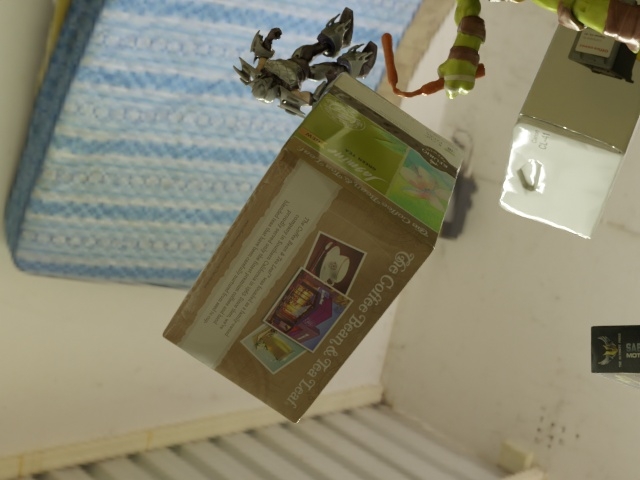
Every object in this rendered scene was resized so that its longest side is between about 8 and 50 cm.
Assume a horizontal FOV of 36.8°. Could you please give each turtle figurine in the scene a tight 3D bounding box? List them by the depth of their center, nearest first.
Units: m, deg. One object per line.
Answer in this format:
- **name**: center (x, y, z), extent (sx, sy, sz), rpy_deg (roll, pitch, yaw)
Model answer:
- **turtle figurine**: center (0.166, -0.237, 0.785), extent (0.217, 0.270, 0.087), rpy_deg (11, 165, 17)

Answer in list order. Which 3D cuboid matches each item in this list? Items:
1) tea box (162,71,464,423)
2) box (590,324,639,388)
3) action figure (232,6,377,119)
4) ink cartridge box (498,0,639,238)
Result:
- **tea box**: center (0.000, 0.000, 1.290), extent (0.220, 0.329, 0.323), rpy_deg (33, -151, -4)
- **box**: center (0.435, 0.139, 1.113), extent (0.183, 0.059, 0.232), rpy_deg (-6, 164, 32)
- **action figure**: center (-0.026, -0.303, 1.658), extent (0.185, 0.099, 0.285), rpy_deg (45, -132, 14)
- **ink cartridge box**: center (0.338, -0.190, 1.170), extent (0.131, 0.306, 0.226), rpy_deg (20, 158, 14)
